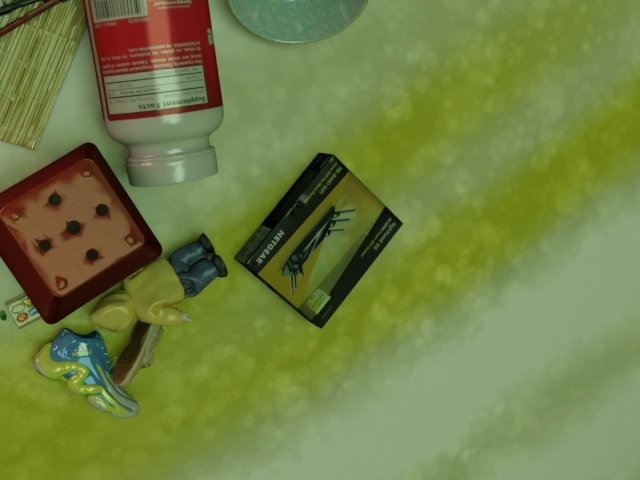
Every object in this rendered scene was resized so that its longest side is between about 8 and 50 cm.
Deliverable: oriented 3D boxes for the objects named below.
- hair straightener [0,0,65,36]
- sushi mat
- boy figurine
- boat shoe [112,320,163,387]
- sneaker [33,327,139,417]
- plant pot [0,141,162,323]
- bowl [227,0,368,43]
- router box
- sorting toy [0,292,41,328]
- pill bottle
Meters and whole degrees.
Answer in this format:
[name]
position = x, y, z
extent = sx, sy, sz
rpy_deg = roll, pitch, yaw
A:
[hair straightener]
position = -0.548, -0.442, 1.522
extent = 0.230, 0.047, 0.089
rpy_deg = -35, 110, -15
[sushi mat]
position = -0.551, -0.338, 1.573
extent = 0.151, 0.019, 0.316
rpy_deg = 23, 88, -26
[boy figurine]
position = -0.327, 0.105, 1.701
extent = 0.285, 0.092, 0.177
rpy_deg = -33, 78, -15
[boat shoe]
position = -0.364, 0.232, 1.704
extent = 0.059, 0.063, 0.170
rpy_deg = 52, 44, -35
[sneaker]
position = -0.445, 0.260, 1.683
extent = 0.240, 0.091, 0.126
rpy_deg = 36, 82, -25
[plant pot]
position = -0.451, -0.019, 1.525
extent = 0.267, 0.236, 0.267
rpy_deg = -35, 99, -17
[bowl]
position = -0.048, -0.552, 1.679
extent = 0.289, 0.289, 0.156
rpy_deg = 12, 50, -26
[router box]
position = 0.000, 0.000, 1.853
extent = 0.243, 0.081, 0.309
rpy_deg = 42, 81, -25
[sorting toy]
position = -0.589, 0.142, 1.639
extent = 0.083, 0.012, 0.062
rpy_deg = -30, 110, -18
[pill bottle]
position = -0.306, -0.316, 1.575
extent = 0.229, 0.229, 0.407
rpy_deg = -12, 104, -23
